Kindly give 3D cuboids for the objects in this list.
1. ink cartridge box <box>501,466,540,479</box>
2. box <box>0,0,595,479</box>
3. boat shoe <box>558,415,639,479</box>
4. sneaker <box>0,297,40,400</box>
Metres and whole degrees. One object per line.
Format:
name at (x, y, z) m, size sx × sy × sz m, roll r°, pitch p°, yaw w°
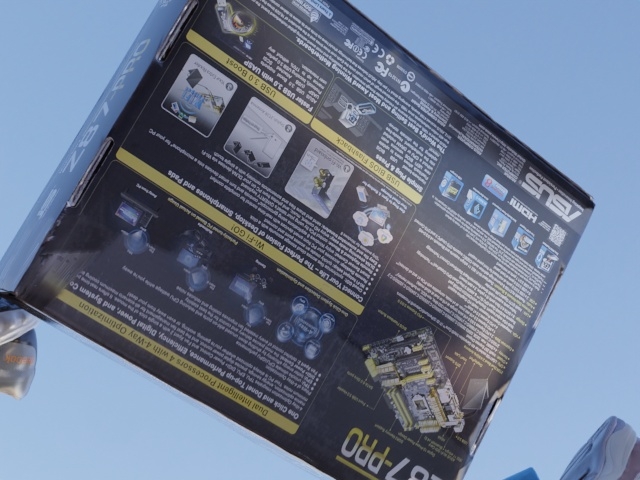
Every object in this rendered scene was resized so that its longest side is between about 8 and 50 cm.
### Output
ink cartridge box at (0.169, 0.431, 1.347) m, size 0.197 × 0.270 × 0.198 m, roll 79°, pitch -13°, yaw -65°
box at (0.000, 0.000, 0.881) m, size 0.395 × 0.318 × 0.097 m, roll 34°, pitch -16°, yaw -25°
boat shoe at (0.279, 0.291, 1.097) m, size 0.116 × 0.324 × 0.123 m, roll 39°, pitch -52°, yaw 8°
sneaker at (-0.359, 0.109, 0.921) m, size 0.100 × 0.271 × 0.108 m, roll 26°, pitch -60°, yaw 59°
